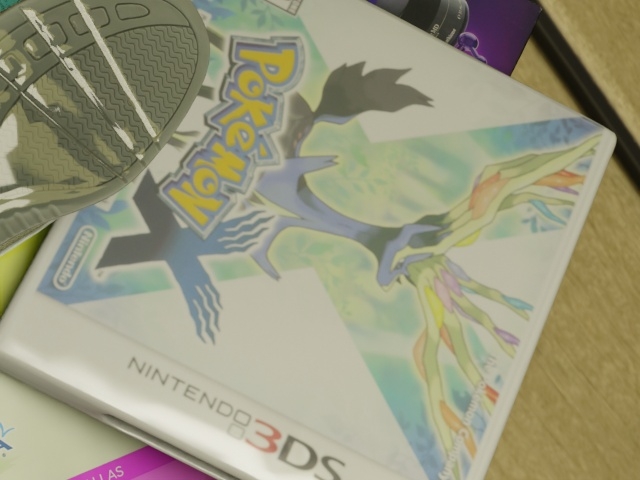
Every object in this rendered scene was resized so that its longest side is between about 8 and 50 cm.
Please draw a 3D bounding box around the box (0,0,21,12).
[{"bbox_3d":[-0.201,-0.177,1.113,0.100,0.060,0.244,64,34,-38],"label":"box"}]

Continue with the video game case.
[{"bbox_3d":[0.000,0.000,1.121,0.300,0.036,0.329,27,64,-5],"label":"video game case"}]

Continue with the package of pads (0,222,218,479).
[{"bbox_3d":[-0.198,0.080,1.117,0.229,0.101,0.297,-19,93,-36],"label":"package of pads"}]

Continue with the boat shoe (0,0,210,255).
[{"bbox_3d":[-0.198,-0.040,1.000,0.320,0.103,0.118,-45,112,-20],"label":"boat shoe"}]

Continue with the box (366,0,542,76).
[{"bbox_3d":[0.013,-0.080,1.239,0.184,0.103,0.261,25,64,4],"label":"box"}]
